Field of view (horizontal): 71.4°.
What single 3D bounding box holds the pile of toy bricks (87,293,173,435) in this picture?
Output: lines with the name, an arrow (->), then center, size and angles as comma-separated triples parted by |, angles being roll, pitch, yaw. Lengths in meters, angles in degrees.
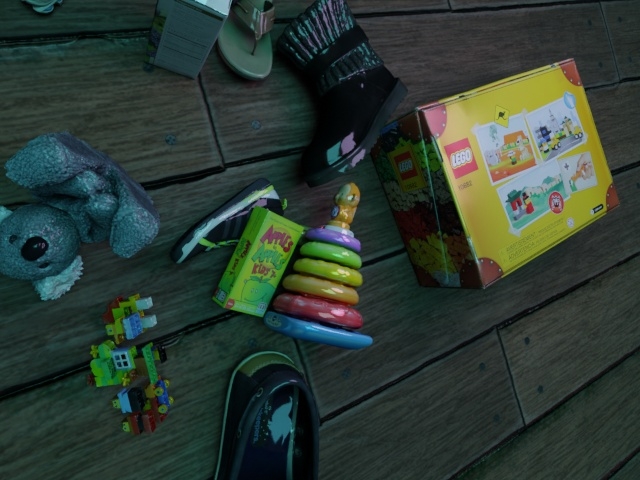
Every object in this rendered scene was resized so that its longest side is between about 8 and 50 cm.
pile of toy bricks -> -0.314, 0.201, 0.698 | 0.105, 0.118, 0.212 | -8, 99, 6

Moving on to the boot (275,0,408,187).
boot -> 0.006, -0.295, 0.867 | 0.260, 0.131, 0.347 | 47, 57, -22

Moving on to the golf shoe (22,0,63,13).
golf shoe -> -0.416, -0.449, 0.707 | 0.069, 0.086, 0.176 | 24, 74, -20

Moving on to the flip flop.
flip flop -> -0.127, -0.441, 0.847 | 0.112, 0.080, 0.276 | 11, 81, -25

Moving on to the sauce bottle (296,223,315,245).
sauce bottle -> 0.000, 0.000, 0.891 | 0.128, 0.042, 0.042 | 16, 78, -23

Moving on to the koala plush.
koala plush -> -0.382, -0.025, 0.655 | 0.221, 0.203, 0.196 | -46, 119, 0

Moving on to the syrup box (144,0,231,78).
syrup box -> -0.212, -0.359, 0.712 | 0.097, 0.237, 0.093 | 13, 80, -24

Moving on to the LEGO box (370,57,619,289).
LEGO box -> 0.406, -0.157, 1.016 | 0.501, 0.193, 0.372 | -23, 96, -26

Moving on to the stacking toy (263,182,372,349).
stacking toy -> 0.019, 0.034, 0.814 | 0.166, 0.175, 0.301 | 18, 81, -25

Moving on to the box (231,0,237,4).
box -> -0.187, -0.571, 0.765 | 0.247, 0.142, 0.163 | 40, 69, 1

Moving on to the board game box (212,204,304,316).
board game box -> -0.109, 0.039, 0.792 | 0.092, 0.043, 0.181 | 25, 89, -45

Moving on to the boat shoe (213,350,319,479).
boat shoe -> -0.090, 0.446, 0.746 | 0.187, 0.156, 0.499 | 6, 84, -27

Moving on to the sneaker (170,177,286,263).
sneaker -> -0.152, -0.020, 0.795 | 0.235, 0.084, 0.097 | -41, 105, -23
